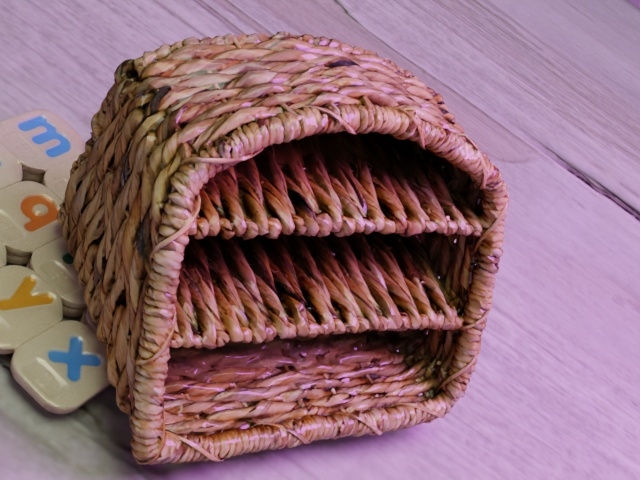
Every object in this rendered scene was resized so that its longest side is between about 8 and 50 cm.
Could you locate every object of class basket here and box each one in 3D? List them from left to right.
[{"bbox_3d":[0.000,0.000,0.695,0.299,0.213,0.223,2,48,-37],"label":"basket"}]

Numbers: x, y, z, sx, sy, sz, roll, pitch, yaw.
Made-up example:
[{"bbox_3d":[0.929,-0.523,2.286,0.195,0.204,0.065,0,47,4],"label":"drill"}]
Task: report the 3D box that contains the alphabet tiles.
[{"bbox_3d":[-0.162,0.012,0.749,0.284,0.021,0.278,42,37,8],"label":"alphabet tiles"}]
